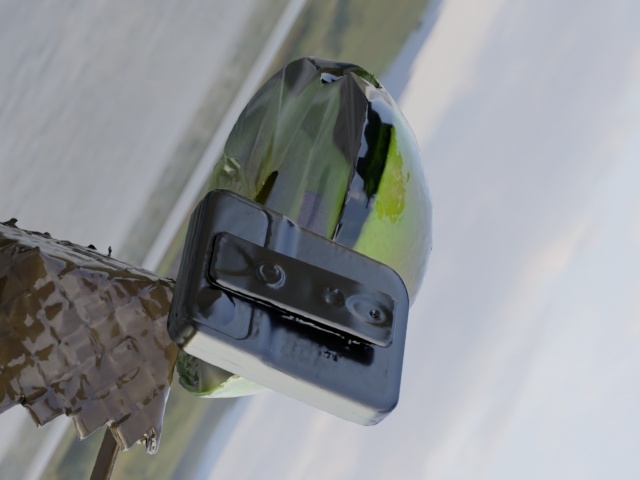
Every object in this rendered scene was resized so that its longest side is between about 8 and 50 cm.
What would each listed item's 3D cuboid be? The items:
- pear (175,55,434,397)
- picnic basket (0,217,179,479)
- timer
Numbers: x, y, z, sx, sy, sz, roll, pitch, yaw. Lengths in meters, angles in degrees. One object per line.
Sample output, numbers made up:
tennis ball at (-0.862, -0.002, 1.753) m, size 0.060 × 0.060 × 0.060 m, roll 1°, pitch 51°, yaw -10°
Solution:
pear at (0.001, 0.004, 1.960) m, size 0.399 × 0.165 × 0.399 m, roll -46°, pitch -149°, yaw 38°
picnic basket at (-0.299, 0.147, 1.865) m, size 0.291 × 0.254 × 0.321 m, roll 18°, pitch -92°, yaw 55°
timer at (-0.017, 0.048, 1.412) m, size 0.055 × 0.187 × 0.144 m, roll -48°, pitch -155°, yaw 44°
